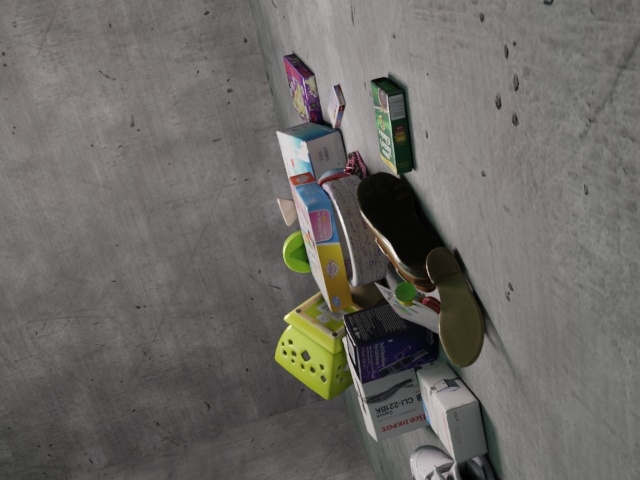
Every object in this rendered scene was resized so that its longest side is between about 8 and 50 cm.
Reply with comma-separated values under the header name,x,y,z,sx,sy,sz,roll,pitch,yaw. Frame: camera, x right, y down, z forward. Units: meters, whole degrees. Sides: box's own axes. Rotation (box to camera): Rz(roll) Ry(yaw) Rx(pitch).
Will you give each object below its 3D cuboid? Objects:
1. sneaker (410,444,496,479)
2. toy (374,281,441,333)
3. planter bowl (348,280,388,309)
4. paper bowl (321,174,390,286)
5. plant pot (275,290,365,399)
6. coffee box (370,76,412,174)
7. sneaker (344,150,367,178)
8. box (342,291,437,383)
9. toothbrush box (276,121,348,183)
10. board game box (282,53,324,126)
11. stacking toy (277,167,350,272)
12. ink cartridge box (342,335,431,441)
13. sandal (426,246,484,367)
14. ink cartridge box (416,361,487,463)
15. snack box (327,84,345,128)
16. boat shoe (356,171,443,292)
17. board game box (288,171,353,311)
name,x,y,z,sx,sy,sz,roll,pitch,yaw
sneaker,0.311,0.550,1.597,0.366,0.137,0.210,-131,26,-62
toy,0.210,0.136,1.446,0.137,0.056,0.237,24,171,28
planter bowl,0.138,0.177,2.081,0.109,0.162,0.162,40,154,31
paper bowl,0.111,-0.031,1.788,0.284,0.148,0.284,164,90,-82
plant pot,0.024,0.279,1.986,0.228,0.227,0.207,30,133,30
coffee box,0.151,-0.242,1.457,0.113,0.040,0.184,-118,14,-58
sneaker,0.090,-0.210,1.928,0.119,0.057,0.047,-113,8,-52
box,0.171,0.236,1.668,0.108,0.207,0.153,-114,10,-47
toothbrush box,-0.021,-0.256,2.235,0.295,0.126,0.216,-142,36,-64
board game box,-0.061,-0.526,2.448,0.347,0.056,0.208,-118,19,-60
stacking toy,0.005,-0.058,2.052,0.130,0.280,0.309,-124,23,-63
ink cartridge box,0.193,0.365,1.816,0.114,0.197,0.272,-176,71,-82
sandal,0.270,0.131,1.322,0.079,0.088,0.240,30,-138,-53
ink cartridge box,0.294,0.385,1.553,0.190,0.082,0.139,-129,24,-69
snack box,0.045,-0.390,2.014,0.178,0.022,0.064,109,145,-78
boat shoe,0.170,-0.014,1.507,0.120,0.123,0.324,73,176,-49
board game box,0.000,0.000,1.865,0.242,0.064,0.316,-120,15,-62
